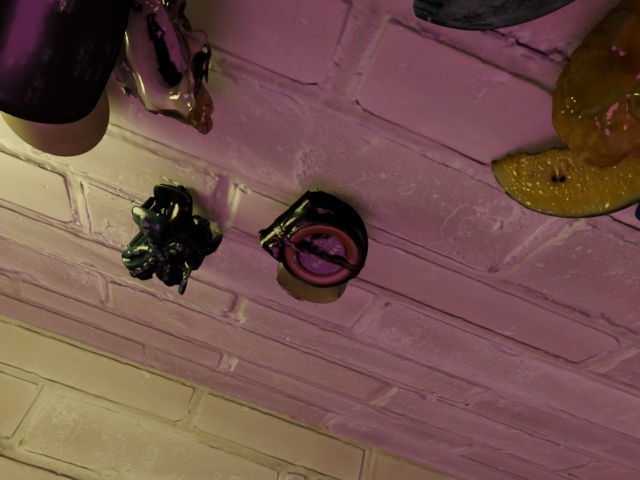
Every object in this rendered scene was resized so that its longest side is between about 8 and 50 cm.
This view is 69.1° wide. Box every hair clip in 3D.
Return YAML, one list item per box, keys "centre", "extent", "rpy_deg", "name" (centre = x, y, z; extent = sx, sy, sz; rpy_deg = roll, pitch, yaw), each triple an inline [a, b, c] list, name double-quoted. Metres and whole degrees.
- centre: [-0.382, 0.011, 1.184]
  extent: [0.206, 0.195, 0.310]
  rpy_deg: [32, 142, -8]
  name: "hair clip"

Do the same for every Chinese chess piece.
- centre: [-0.020, 0.088, 1.219]
  extent: [0.188, 0.083, 0.188]
  rpy_deg: [13, 144, 10]
  name: "Chinese chess piece"

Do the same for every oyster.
- centre: [-0.241, -0.332, 0.741]
  extent: [0.237, 0.115, 0.351]
  rpy_deg: [13, 130, 30]
  name: "oyster"

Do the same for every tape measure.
- centre: [0.000, 0.000, 1.040]
  extent: [0.223, 0.135, 0.202]
  rpy_deg: [41, 116, -18]
  name: "tape measure"

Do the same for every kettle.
- centre: [-0.368, -0.355, 0.633]
  extent: [0.207, 0.268, 0.290]
  rpy_deg: [9, 139, -42]
  name: "kettle"

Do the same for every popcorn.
- centre: [0.424, -0.197, 0.607]
  extent: [0.203, 0.200, 0.226]
  rpy_deg: [27, 99, 5]
  name: "popcorn"

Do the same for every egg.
- centre: [-0.505, -0.272, 0.873]
  extent: [0.185, 0.186, 0.242]
  rpy_deg: [5, 139, 16]
  name: "egg"

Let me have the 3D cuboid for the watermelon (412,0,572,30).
- centre: [0.197, -0.352, 0.502]
  extent: [0.319, 0.289, 0.214]
  rpy_deg: [5, 106, 44]
  name: "watermelon"

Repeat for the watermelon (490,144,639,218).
- centre: [0.432, -0.107, 0.749]
  extent: [0.301, 0.123, 0.129]
  rpy_deg: [-11, 108, 47]
  name: "watermelon"

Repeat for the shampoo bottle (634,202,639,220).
- centre: [0.601, -0.098, 0.770]
  extent: [0.087, 0.050, 0.183]
  rpy_deg: [8, 141, 17]
  name: "shampoo bottle"
